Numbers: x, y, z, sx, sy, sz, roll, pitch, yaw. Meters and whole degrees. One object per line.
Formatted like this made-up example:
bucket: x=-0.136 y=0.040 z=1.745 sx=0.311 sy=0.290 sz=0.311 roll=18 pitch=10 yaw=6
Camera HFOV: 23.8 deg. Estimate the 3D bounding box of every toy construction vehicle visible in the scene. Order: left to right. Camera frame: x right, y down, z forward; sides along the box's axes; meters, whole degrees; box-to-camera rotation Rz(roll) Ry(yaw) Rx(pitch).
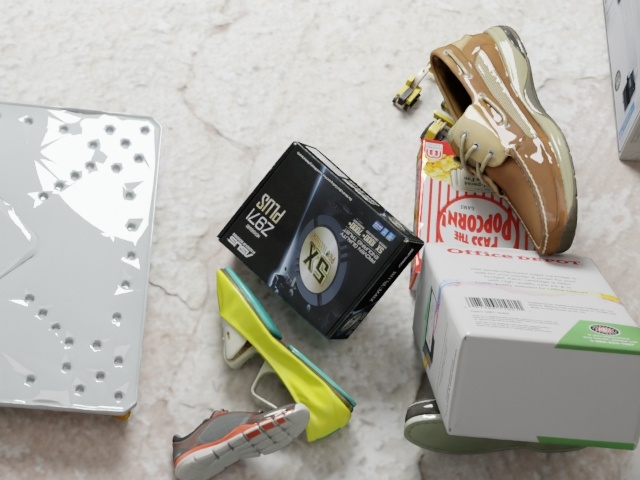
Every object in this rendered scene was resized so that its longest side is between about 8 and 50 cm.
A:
toy construction vehicle: x=0.142 y=-0.177 z=1.924 sx=0.086 sy=0.035 sz=0.098 roll=37 pitch=60 yaw=13

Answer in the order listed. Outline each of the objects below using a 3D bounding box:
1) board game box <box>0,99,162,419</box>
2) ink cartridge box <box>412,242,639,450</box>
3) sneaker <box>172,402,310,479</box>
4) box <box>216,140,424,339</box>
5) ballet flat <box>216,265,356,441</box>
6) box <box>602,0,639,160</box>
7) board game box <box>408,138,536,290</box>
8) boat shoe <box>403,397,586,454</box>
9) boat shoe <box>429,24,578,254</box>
board game box: x=-0.387 y=0.012 z=1.712 sx=0.389 sy=0.050 sz=0.390 roll=5 pitch=58 yaw=-6
ink cartridge box: x=0.219 y=0.107 z=1.635 sx=0.201 sy=0.117 sz=0.278 roll=5 pitch=19 yaw=-6
sneaker: x=-0.090 y=0.199 z=1.630 sx=0.158 sy=0.061 sz=0.065 roll=-22 pitch=52 yaw=-4
box: x=0.000 y=0.000 z=1.726 sx=0.180 sy=0.077 sz=0.147 roll=42 pitch=100 yaw=15
ballet flat: x=-0.060 y=0.130 z=1.687 sx=0.077 sy=0.077 sz=0.231 roll=-42 pitch=74 yaw=-4
box: x=0.432 y=-0.263 z=1.949 sx=0.087 sy=0.169 sz=0.290 roll=4 pitch=60 yaw=-4
board game box: x=0.186 y=-0.023 z=1.831 sx=0.146 sy=0.045 sz=0.193 roll=8 pitch=58 yaw=-5
boat shoe: x=0.197 y=0.192 z=1.687 sx=0.227 sy=0.081 sz=0.069 roll=4 pitch=55 yaw=-16
boat shoe: x=0.210 y=-0.116 z=1.805 sx=0.119 sy=0.123 sz=0.324 roll=-10 pitch=52 yaw=-9
